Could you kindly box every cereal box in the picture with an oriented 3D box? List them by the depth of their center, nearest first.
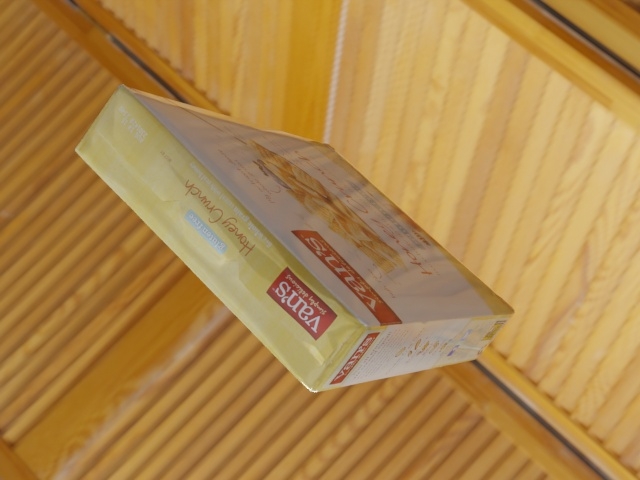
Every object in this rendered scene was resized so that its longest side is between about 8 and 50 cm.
[{"bbox_3d":[0.000,0.000,0.619,0.047,0.173,0.240,-51,160,14],"label":"cereal box"}]
